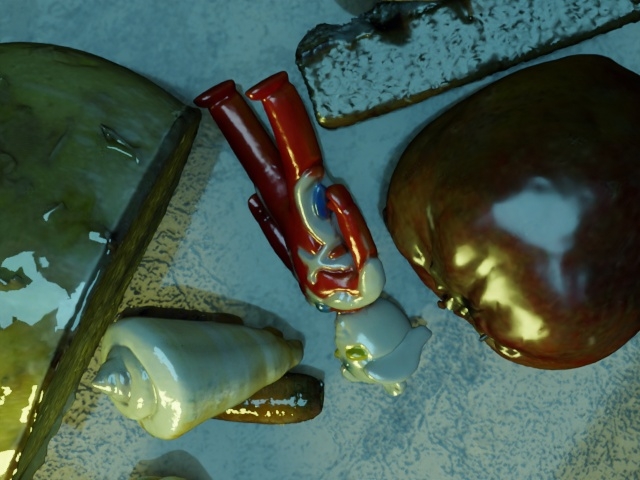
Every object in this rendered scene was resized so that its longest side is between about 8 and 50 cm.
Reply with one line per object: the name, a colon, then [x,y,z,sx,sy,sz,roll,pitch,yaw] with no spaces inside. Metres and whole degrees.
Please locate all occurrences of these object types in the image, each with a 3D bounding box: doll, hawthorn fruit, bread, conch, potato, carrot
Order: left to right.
potato: [-0.344,0.007,1.517,0.319,0.385,0.442,23,72,-1]
conch: [-0.132,0.143,1.617,0.255,0.158,0.127,7,95,-37]
carrot: [-0.087,0.174,1.701,0.186,0.060,0.060,-1,93,7]
doll: [0.000,0.000,1.638,0.099,0.188,0.384,-37,105,-23]
bread: [0.178,-0.232,1.621,0.416,0.165,0.113,-20,98,1]
hawthorn fruit: [0.234,-0.037,1.567,0.308,0.308,0.325,26,92,-1]

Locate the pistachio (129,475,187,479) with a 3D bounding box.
pistachio: [-0.161,0.352,1.688,0.145,0.117,0.200,-13,86,-37]
